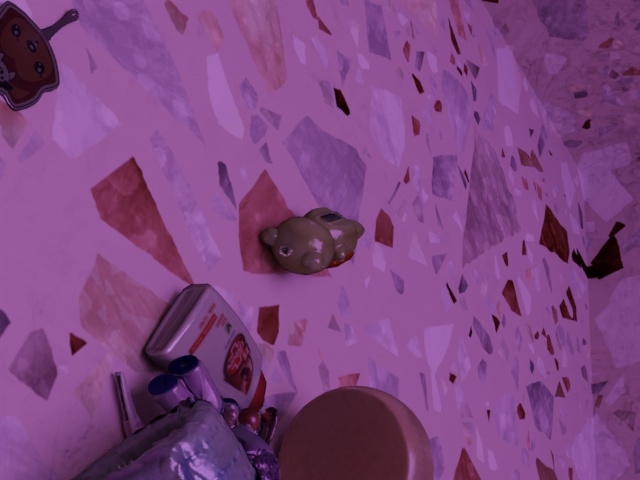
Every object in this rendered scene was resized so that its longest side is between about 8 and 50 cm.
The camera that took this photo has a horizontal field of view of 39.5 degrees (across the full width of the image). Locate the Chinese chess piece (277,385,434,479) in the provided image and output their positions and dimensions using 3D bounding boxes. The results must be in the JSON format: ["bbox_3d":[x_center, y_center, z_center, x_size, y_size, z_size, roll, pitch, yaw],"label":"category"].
[{"bbox_3d":[0.055,0.374,1.461,0.102,0.273,0.273,35,50,-53],"label":"Chinese chess piece"}]

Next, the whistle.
[{"bbox_3d":[0.000,0.000,1.675,0.288,0.131,0.106,-17,132,-59],"label":"whistle"}]

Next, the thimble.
[{"bbox_3d":[-0.191,0.307,1.092,0.150,0.237,0.237,58,32,-4],"label":"thimble"}]

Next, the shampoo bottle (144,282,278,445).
[{"bbox_3d":[-0.145,0.208,1.388,0.284,0.071,0.153,55,44,-31],"label":"shampoo bottle"}]

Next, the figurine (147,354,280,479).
[{"bbox_3d":[-0.143,0.291,1.287,0.193,0.133,0.274,-18,104,-49],"label":"figurine"}]

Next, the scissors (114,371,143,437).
[{"bbox_3d":[-0.256,0.265,1.230,0.085,0.022,0.176,-22,98,-68],"label":"scissors"}]

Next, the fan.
[{"bbox_3d":[-0.395,-0.271,1.231,0.132,0.009,0.220,62,34,-27],"label":"fan"}]
